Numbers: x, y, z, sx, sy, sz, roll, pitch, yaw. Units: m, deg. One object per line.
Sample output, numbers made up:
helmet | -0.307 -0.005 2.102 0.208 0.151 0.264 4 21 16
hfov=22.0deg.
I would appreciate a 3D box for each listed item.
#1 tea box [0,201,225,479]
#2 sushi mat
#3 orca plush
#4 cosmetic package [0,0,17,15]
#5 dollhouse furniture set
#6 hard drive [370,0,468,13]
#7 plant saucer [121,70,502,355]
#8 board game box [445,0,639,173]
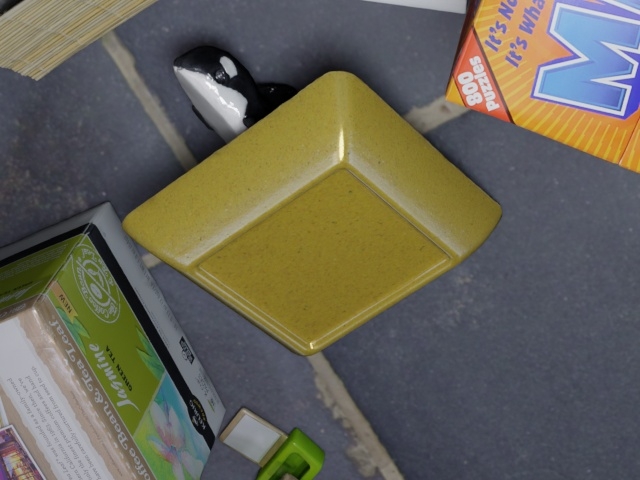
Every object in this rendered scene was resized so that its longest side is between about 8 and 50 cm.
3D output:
tea box | -0.304 0.183 1.969 0.220 0.323 0.329 -22 109 18
sushi mat | -0.256 -0.268 1.840 0.316 0.151 0.019 -27 69 30
orca plush | -0.048 -0.132 1.911 0.102 0.151 0.287 -46 105 -11
cosmetic package | -0.378 -0.373 1.850 0.085 0.117 0.231 16 114 3
dollhouse furniture set | -0.122 0.362 2.028 0.151 0.301 0.197 34 117 -9
hard drive | 0.002 -0.390 1.817 0.353 0.047 0.233 9 115 6
plant saucer | 0.000 0.000 1.890 0.333 0.081 0.332 -34 132 21
board game box | 0.362 -0.289 1.629 0.356 0.356 0.357 21 115 0
